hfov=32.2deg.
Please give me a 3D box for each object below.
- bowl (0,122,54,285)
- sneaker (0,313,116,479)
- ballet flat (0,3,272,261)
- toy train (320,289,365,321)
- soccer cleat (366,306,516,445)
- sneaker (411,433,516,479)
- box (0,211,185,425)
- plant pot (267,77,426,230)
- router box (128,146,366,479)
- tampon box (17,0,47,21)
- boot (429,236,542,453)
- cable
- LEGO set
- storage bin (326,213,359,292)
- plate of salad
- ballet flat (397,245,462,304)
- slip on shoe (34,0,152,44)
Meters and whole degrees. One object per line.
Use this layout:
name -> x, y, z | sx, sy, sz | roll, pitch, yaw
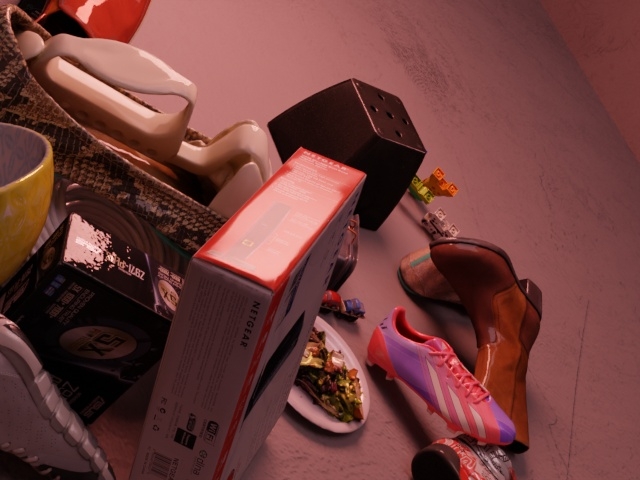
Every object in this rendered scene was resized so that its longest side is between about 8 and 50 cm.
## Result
bowl -> -0.379, 0.005, 1.004 | 0.289, 0.289, 0.156 | -52, 143, -60
sneaker -> -0.293, 0.187, 1.030 | 0.132, 0.086, 0.229 | -39, 118, -25
ballet flat -> -0.175, -0.099, 1.224 | 0.482, 0.182, 0.164 | 31, 34, -28
toy train -> 0.010, 0.086, 1.586 | 0.158, 0.036, 0.027 | 20, 40, -41
soccer cleat -> 0.175, 0.192, 1.554 | 0.248, 0.095, 0.083 | 35, 21, 22
sneaker -> 0.243, 0.380, 1.501 | 0.145, 0.090, 0.270 | -8, 59, -54
box -> -0.239, 0.083, 1.105 | 0.147, 0.180, 0.077 | 33, 31, -27
plant pot -> 0.056, -0.152, 1.801 | 0.188, 0.167, 0.187 | 14, 44, -44
router box -> -0.077, 0.107, 1.142 | 0.082, 0.335, 0.301 | 23, 29, 8
tampon box -> -0.321, -0.344, 1.520 | 0.120, 0.161, 0.101 | 36, 31, -23
boot -> 0.243, 0.160, 1.710 | 0.264, 0.096, 0.280 | 41, 51, -40
cable -> -0.259, 0.007, 1.265 | 0.257, 0.089, 0.257 | 41, 30, -13
LEGO set -> 0.166, -0.105, 1.992 | 0.227, 0.093, 0.087 | 50, 60, -8
storage bin -> 0.000, 0.000, 1.629 | 0.091, 0.098, 0.135 | 26, 35, -17
plate of salad -> -0.001, 0.162, 1.471 | 0.200, 0.048, 0.200 | 33, 33, -26
ballet flat -> 0.263, 0.062, 1.888 | 0.316, 0.106, 0.108 | 9, 48, -49
slip on shoe -> -0.296, -0.258, 1.363 | 0.123, 0.101, 0.331 | 44, 60, -20
